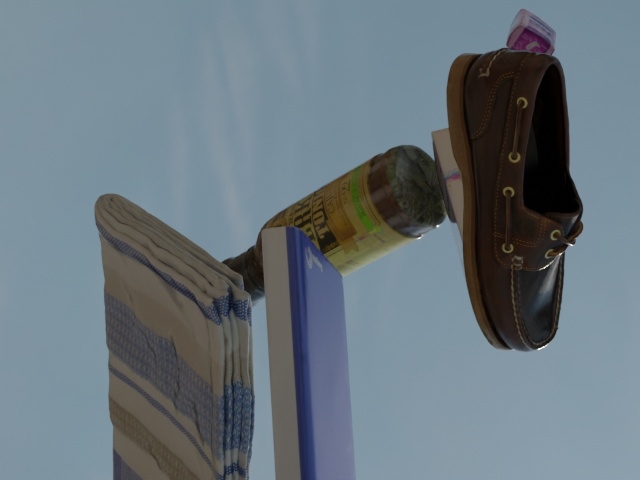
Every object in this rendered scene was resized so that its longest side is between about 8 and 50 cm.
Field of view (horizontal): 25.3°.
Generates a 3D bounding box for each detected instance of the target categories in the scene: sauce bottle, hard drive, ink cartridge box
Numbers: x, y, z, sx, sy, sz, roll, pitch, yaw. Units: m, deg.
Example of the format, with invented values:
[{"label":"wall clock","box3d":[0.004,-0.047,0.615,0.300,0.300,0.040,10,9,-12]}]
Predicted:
[{"label":"sauce bottle","box3d":[0.000,0.000,1.713,0.344,0.111,0.111,-30,-135,39]},{"label":"hard drive","box3d":[-0.006,0.167,1.394,0.040,0.210,0.319,-7,-107,12]},{"label":"ink cartridge box","box3d":[0.168,-0.048,1.550,0.115,0.067,0.198,74,4,-57]}]

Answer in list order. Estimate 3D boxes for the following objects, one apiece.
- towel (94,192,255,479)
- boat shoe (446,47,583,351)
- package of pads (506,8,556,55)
[{"label":"towel","box3d":[-0.113,0.123,1.054,0.209,0.034,0.285,33,-52,49]},{"label":"boat shoe","box3d":[0.131,-0.020,0.913,0.073,0.073,0.207,4,-64,36]},{"label":"package of pads","box3d":[0.229,-0.220,1.548,0.032,0.050,0.083,-55,-176,24]}]
